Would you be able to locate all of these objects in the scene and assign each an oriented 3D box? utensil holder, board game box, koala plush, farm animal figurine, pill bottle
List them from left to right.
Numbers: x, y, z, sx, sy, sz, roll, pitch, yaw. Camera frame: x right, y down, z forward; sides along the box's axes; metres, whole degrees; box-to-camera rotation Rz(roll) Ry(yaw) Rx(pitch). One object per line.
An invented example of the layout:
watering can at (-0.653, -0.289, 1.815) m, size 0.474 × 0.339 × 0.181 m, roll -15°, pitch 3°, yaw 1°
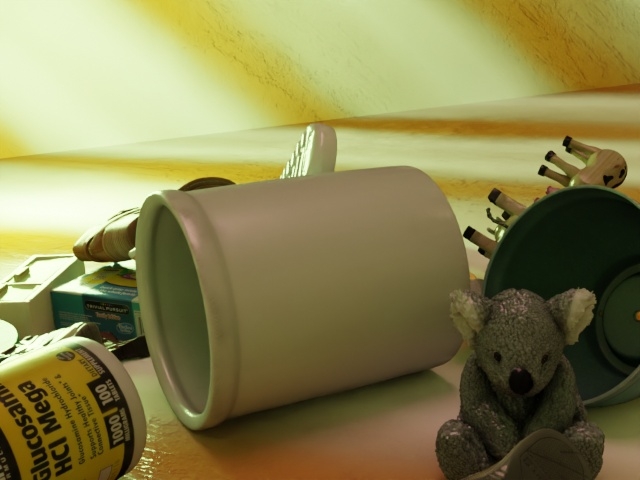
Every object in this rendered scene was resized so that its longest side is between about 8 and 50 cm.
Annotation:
pill bottle at (-0.379, 0.248, 1.311) m, size 0.187 × 0.188 × 0.334 m, roll 9°, pitch 22°, yaw 39°
board game box at (-0.270, 0.082, 2.041) m, size 0.253 × 0.079 × 0.336 m, roll 5°, pitch 19°, yaw 30°
utensil holder at (-0.029, 0.069, 1.605) m, size 0.385 × 0.328 × 0.327 m, roll -9°, pitch 16°, yaw -23°
koala plush at (0.233, 0.147, 1.352) m, size 0.196 × 0.221 × 0.203 m, roll -1°, pitch 32°, yaw 13°
farm animal figurine at (0.354, 0.005, 1.768) m, size 0.172 × 0.330 × 0.326 m, roll 33°, pitch 17°, yaw 26°

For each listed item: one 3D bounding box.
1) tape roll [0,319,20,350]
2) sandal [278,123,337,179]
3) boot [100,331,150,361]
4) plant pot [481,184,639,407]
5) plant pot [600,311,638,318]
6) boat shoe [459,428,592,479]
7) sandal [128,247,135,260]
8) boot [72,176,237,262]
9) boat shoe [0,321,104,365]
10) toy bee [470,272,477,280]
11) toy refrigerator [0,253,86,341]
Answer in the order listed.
tape roll at (-0.615, 0.203, 1.733) m, size 0.321 × 0.077 × 0.321 m, roll -4°, pitch 17°, yaw 1°
sandal at (-0.026, -0.039, 1.879) m, size 0.102 × 0.169 × 0.416 m, roll 11°, pitch -25°, yaw -11°
boot at (-0.323, 0.165, 1.858) m, size 0.106 × 0.037 × 0.114 m, roll -11°, pitch 13°, yaw -28°
plant pot at (0.391, 0.090, 1.540) m, size 0.196 × 0.293 × 0.293 m, roll 17°, pitch -1°, yaw -40°
plant pot at (0.457, 0.091, 1.824) m, size 0.079 × 0.083 × 0.083 m, roll -10°, pitch 13°, yaw 26°
boat shoe at (0.157, 0.296, 1.169) m, size 0.320 × 0.103 × 0.118 m, roll -25°, pitch 71°, yaw -44°
sandal at (-0.221, 0.033, 1.916) m, size 0.102 × 0.076 × 0.265 m, roll -24°, pitch -8°, yaw 31°
boot at (-0.293, -0.026, 2.067) m, size 0.283 × 0.109 × 0.220 m, roll -32°, pitch 12°, yaw -37°
boat shoe at (-0.419, 0.212, 1.597) m, size 0.130 × 0.132 × 0.355 m, roll -10°, pitch 6°, yaw 16°
toy bee at (0.144, 0.059, 1.922) m, size 0.195 × 0.162 × 0.298 m, roll 10°, pitch -5°, yaw 44°
toy refrigerator at (-0.506, 0.100, 2.019) m, size 0.102 × 0.094 × 0.269 m, roll -2°, pitch 17°, yaw 10°
